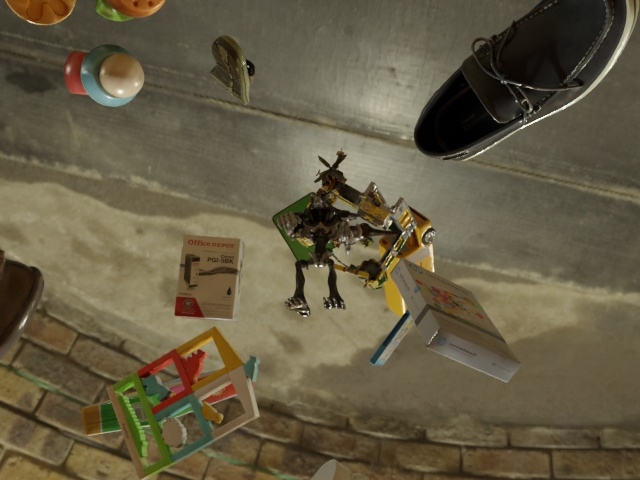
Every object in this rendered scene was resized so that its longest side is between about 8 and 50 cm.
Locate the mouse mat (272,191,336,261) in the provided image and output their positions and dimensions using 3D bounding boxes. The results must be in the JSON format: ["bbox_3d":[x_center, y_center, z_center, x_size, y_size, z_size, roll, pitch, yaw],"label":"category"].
[{"bbox_3d":[-0.036,-0.034,1.850,0.152,0.190,0.007,-32,159,-2],"label":"mouse mat"}]

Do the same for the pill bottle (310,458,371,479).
[{"bbox_3d":[0.050,0.310,0.710,0.137,0.078,0.078,39,132,-7],"label":"pill bottle"}]

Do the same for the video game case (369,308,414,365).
[{"bbox_3d":[0.165,0.191,1.340,0.015,0.166,0.119,36,179,18],"label":"video game case"}]

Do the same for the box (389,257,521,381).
[{"bbox_3d":[0.189,0.110,0.922,0.145,0.186,0.038,26,109,-21],"label":"box"}]

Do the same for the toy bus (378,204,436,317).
[{"bbox_3d":[0.246,0.065,1.804,0.130,0.108,0.333,-30,135,-18],"label":"toy bus"}]

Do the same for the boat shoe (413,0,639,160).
[{"bbox_3d":[0.355,-0.296,1.189,0.500,0.156,0.187,-38,76,51],"label":"boat shoe"}]

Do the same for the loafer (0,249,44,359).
[{"bbox_3d":[-0.437,0.069,0.584,0.365,0.134,0.130,-11,135,9],"label":"loafer"}]

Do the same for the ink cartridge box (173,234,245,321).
[{"bbox_3d":[-0.181,0.062,1.054,0.099,0.135,0.056,3,170,1],"label":"ink cartridge box"}]

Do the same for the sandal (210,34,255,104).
[{"bbox_3d":[-0.198,-0.415,1.550,0.120,0.086,0.303,43,169,-4],"label":"sandal"}]

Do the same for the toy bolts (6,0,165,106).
[{"bbox_3d":[-0.319,-0.306,0.903,0.218,0.158,0.229,-7,106,-33],"label":"toy bolts"}]

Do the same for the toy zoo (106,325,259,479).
[{"bbox_3d":[-0.244,0.295,1.213,0.293,0.192,0.030,-30,158,2],"label":"toy zoo"}]

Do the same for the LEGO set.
[{"bbox_3d":[0.066,-0.049,1.552,0.331,0.255,0.192,41,177,27],"label":"LEGO set"}]

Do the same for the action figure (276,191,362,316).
[{"bbox_3d":[0.000,0.000,1.237,0.164,0.276,0.141,0,152,0],"label":"action figure"}]

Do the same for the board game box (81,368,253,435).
[{"bbox_3d":[-0.350,0.368,1.495,0.242,0.316,0.064,-18,83,33],"label":"board game box"}]
